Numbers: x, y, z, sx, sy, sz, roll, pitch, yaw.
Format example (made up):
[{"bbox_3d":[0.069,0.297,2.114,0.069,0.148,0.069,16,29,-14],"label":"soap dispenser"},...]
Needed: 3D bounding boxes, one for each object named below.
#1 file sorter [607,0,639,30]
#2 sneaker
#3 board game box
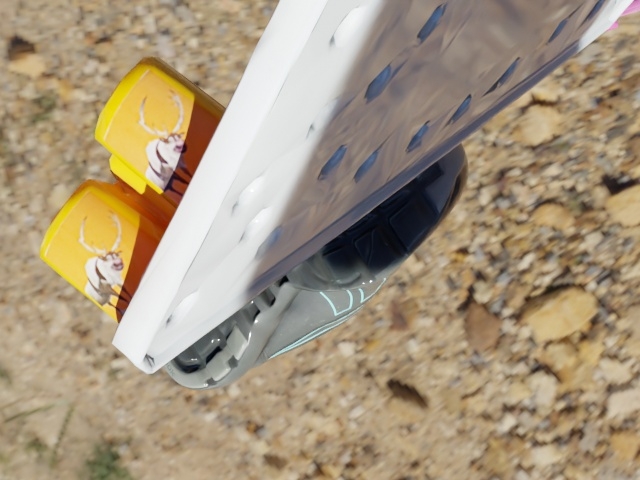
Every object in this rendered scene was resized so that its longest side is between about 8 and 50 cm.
[{"bbox_3d":[0.153,-0.255,1.194,0.182,0.290,0.202,-10,95,58],"label":"file sorter"},{"bbox_3d":[0.000,0.000,0.955,0.267,0.106,0.101,-36,76,39],"label":"sneaker"},{"bbox_3d":[0.104,-0.181,0.453,0.050,0.390,0.390,38,127,12],"label":"board game box"}]
